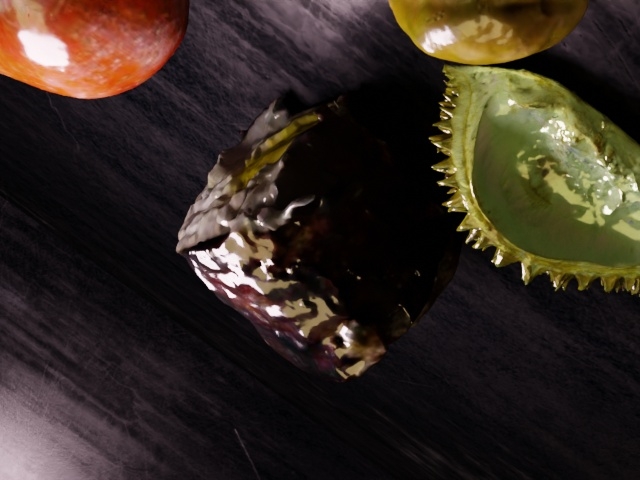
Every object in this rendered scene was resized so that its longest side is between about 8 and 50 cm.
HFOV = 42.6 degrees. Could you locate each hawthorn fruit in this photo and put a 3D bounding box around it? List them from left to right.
[{"bbox_3d":[-0.288,-0.287,0.916,0.284,0.284,0.284,27,155,14],"label":"hawthorn fruit"}]

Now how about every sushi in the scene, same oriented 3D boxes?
[{"bbox_3d":[-0.002,-0.001,1.044,0.281,0.299,0.294,-20,122,42],"label":"sushi"}]

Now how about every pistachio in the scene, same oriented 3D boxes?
[{"bbox_3d":[0.134,-0.211,0.723,0.189,0.110,0.100,20,-176,27],"label":"pistachio"}]

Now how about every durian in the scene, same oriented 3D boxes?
[{"bbox_3d":[0.284,-0.052,0.881,0.394,0.163,0.198,28,116,2],"label":"durian"}]
